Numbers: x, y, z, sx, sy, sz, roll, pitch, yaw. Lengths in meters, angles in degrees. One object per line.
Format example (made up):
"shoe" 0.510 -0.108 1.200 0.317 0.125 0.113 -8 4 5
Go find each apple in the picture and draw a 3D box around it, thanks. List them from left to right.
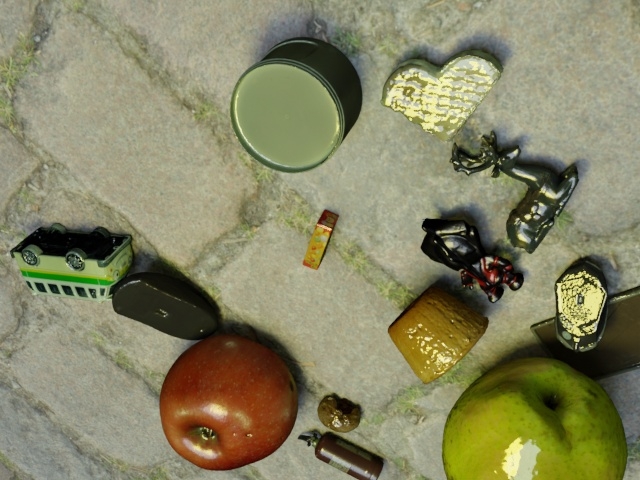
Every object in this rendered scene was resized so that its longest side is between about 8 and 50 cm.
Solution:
"apple" -0.227 0.400 1.906 0.348 0.277 0.348 9 123 14

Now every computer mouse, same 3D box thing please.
"computer mouse" -0.375 0.152 1.903 0.269 0.086 0.137 27 121 -23
"computer mouse" 0.527 0.128 1.568 0.105 0.062 0.192 13 110 33

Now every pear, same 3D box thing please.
"pear" 0.447 0.418 1.614 0.391 0.391 0.391 10 124 15

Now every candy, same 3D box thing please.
"candy" 0.000 0.000 1.696 0.038 0.062 0.122 23 126 4

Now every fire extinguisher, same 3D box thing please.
"fire extinguisher" 0.046 0.566 2.044 0.231 0.071 0.099 25 154 5

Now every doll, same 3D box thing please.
"doll" 0.300 0.031 1.596 0.248 0.088 0.127 34 107 -14

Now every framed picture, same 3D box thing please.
"framed picture" 0.596 0.211 1.631 0.260 0.023 0.189 -27 109 32

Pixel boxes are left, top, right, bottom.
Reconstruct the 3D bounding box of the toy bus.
"toy bus" -0.600 0.062 1.920 0.276 0.134 0.165 6 122 19

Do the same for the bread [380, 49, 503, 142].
"bread" 0.233 -0.265 1.437 0.232 0.064 0.172 -8 119 26

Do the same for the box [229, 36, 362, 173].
"box" -0.046 -0.259 1.493 0.226 0.149 0.226 9 123 15

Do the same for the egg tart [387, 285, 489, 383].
"egg tart" 0.245 0.190 1.664 0.147 0.202 0.202 47 126 6

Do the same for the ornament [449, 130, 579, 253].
"ornament" 0.343 -0.100 1.495 0.236 0.080 0.202 25 124 1

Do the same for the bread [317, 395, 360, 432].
"bread" 0.047 0.437 1.949 0.113 0.082 0.060 20 124 3
